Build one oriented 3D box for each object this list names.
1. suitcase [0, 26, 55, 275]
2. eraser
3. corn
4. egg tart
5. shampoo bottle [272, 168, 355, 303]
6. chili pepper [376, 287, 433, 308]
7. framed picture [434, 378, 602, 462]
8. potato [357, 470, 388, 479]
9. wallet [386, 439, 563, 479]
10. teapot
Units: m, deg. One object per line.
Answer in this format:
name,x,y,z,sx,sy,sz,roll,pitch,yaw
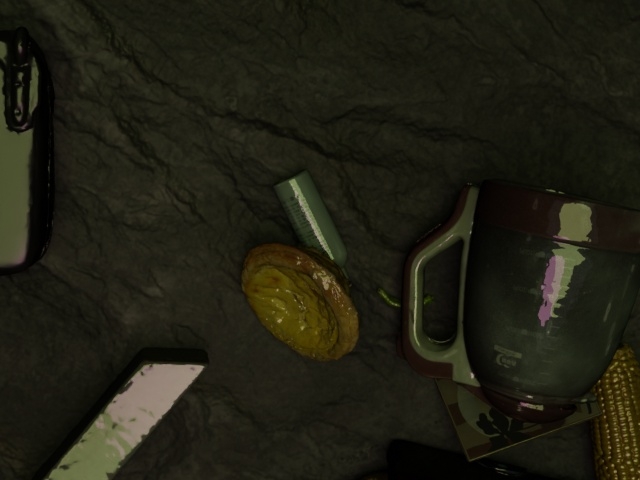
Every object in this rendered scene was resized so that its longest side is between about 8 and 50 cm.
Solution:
suitcase,-0.509,-0.103,1.460,0.345,0.188,0.340,1,92,-10
eraser,-0.288,0.268,1.553,0.077,0.111,0.352,41,88,-10
corn,0.428,0.277,1.662,0.091,0.091,0.260,-9,92,9
egg tart,-0.020,0.071,1.567,0.191,0.191,0.074,49,52,-8
shampoo bottle,0.000,0.000,1.602,0.056,0.056,0.195,-26,98,-5
chili pepper,0.119,0.083,1.643,0.083,0.017,0.030,3,92,-11
framed picture,0.275,0.216,1.641,0.200,0.010,0.136,-18,64,-6
potato,0.051,0.390,1.618,0.089,0.100,0.172,34,92,-4
wallet,0.246,0.341,1.589,0.317,0.172,0.045,13,102,-1
teapot,0.260,0.079,1.572,0.314,0.233,0.312,13,95,16
